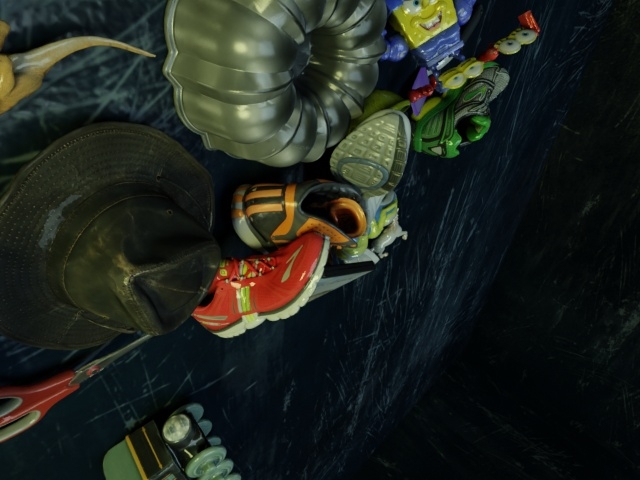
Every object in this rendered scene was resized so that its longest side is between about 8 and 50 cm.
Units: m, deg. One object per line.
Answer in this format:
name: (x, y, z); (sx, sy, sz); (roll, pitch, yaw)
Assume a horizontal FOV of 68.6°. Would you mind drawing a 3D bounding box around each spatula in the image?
spatula: (0.269, -0.392, 1.001); (0.297, 0.030, 0.084); (-52, 147, -9)

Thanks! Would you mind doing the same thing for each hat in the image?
hat: (-0.214, 0.033, 0.564); (0.331, 0.133, 0.332); (-43, 153, -28)

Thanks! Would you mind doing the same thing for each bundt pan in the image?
bundt pan: (-0.029, -0.239, 0.612); (0.330, 0.124, 0.331); (-37, 145, -31)

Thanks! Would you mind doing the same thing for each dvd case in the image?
dvd case: (-0.038, 0.101, 0.879); (0.252, 0.022, 0.180); (-30, 164, 31)

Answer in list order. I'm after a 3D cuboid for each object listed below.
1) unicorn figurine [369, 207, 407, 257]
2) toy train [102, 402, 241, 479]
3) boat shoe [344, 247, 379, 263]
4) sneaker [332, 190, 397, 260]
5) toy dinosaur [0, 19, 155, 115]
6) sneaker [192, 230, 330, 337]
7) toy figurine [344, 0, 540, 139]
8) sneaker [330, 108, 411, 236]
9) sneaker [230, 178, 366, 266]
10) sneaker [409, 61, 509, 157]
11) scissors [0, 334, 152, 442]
unicorn figurine: (0.174, -0.016, 1.189); (0.162, 0.060, 0.111); (-58, 151, 1)
toy train: (-0.274, 0.445, 0.903); (0.190, 0.142, 0.334); (-29, 143, -21)
boat shoe: (0.078, 0.030, 1.095); (0.063, 0.066, 0.184); (-48, 154, 4)
sneaker: (0.089, -0.073, 0.980); (0.240, 0.091, 0.126); (-56, 135, -42)
toy dinosaur: (-0.268, -0.153, 0.418); (0.211, 0.064, 0.112); (-42, 167, -8)
sneaker: (-0.106, 0.062, 0.699); (0.278, 0.107, 0.118); (-33, 123, 29)
toy figurine: (0.146, -0.342, 0.789); (0.362, 0.217, 0.191); (-30, -167, 6)
sneaker: (0.081, -0.124, 0.778); (0.129, 0.110, 0.297); (-59, 177, -25)
sneaker: (0.000, 0.000, 0.798); (0.321, 0.179, 0.125); (41, 49, -61)
sneaker: (0.343, -0.294, 1.089); (0.343, 0.146, 0.134); (-44, 148, -23)
scissors: (-0.333, 0.190, 0.647); (0.297, 0.021, 0.109); (-21, 140, -42)
